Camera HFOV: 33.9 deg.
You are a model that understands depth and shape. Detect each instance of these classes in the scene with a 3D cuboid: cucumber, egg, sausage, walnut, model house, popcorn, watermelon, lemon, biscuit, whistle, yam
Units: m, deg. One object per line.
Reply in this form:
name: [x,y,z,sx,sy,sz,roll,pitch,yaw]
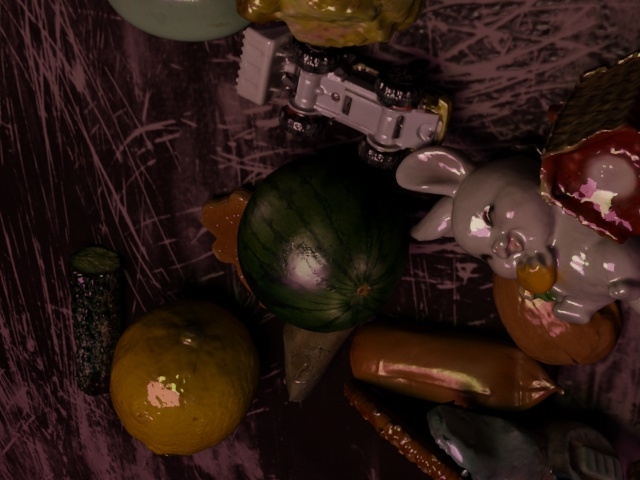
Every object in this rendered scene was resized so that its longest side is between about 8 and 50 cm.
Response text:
cucumber: [-0.408,0.169,1.906,0.096,0.096,0.359,22,131,14]
egg: [-0.173,-0.337,1.330,0.231,0.168,0.168,16,130,18]
sausage: [0.202,0.188,1.550,0.328,0.112,0.112,8,127,25]
walnut: [0.309,0.102,1.439,0.167,0.087,0.211,-28,107,44]
model house: [0.366,-0.104,1.175,0.254,0.196,0.160,8,129,26]
popcorn: [0.013,-0.334,1.195,0.259,0.212,0.259,13,169,3]
watermelon: [0.003,0.003,1.435,0.242,0.242,0.242,16,130,20]
lemon: [-0.226,0.229,1.744,0.245,0.245,0.320,30,143,7]
biscuit: [-0.092,0.017,1.646,0.166,0.036,0.225,-19,115,40]
biscuit: [0.151,0.316,1.595,0.305,0.038,0.305,40,179,1]
whistle: [0.284,0.325,1.483,0.348,0.189,0.189,25,137,-18]
yam: [-0.008,0.149,1.652,0.106,0.106,0.259,35,132,3]

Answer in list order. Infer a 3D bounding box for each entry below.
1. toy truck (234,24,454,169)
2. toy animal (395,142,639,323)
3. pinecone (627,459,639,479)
toy truck: [0.033,-0.193,1.360,0.286,0.111,0.136,25,130,13]
toy animal: [0.260,-0.015,1.316,0.325,0.154,0.208,21,150,29]
pinecone: [0.526,0.356,1.404,0.243,0.243,0.257,48,143,-10]
